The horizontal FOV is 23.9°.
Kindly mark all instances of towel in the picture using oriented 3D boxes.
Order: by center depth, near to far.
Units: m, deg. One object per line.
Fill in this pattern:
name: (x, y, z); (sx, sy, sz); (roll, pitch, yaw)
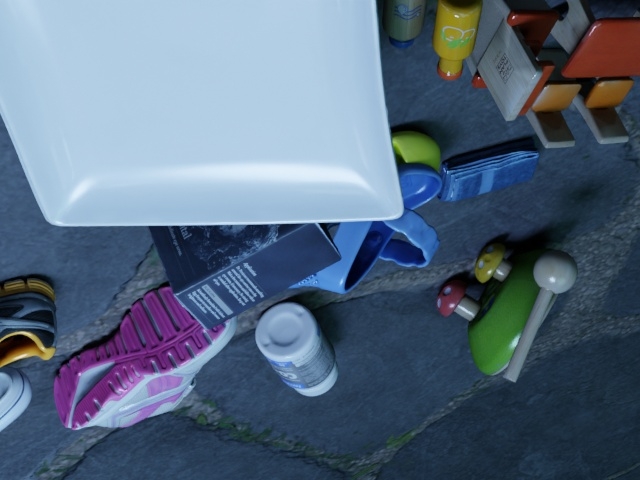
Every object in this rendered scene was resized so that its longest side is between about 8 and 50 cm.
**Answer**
towel: (0.193, -0.078, 1.745); (0.119, 0.029, 0.067); (-16, 148, -15)

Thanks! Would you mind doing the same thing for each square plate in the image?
square plate: (-0.112, -0.134, 1.312); (0.347, 0.049, 0.344); (-1, 142, 8)

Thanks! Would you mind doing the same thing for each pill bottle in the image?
pill bottle: (-0.025, 0.138, 1.866); (0.078, 0.078, 0.137); (-26, 148, 2)

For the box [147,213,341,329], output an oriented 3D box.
box: (-0.086, -0.023, 1.512); (0.158, 0.156, 0.093); (-28, 148, 5)

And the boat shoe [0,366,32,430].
boat shoe: (-0.431, 0.190, 1.658); (0.226, 0.083, 0.076); (-22, 150, -3)

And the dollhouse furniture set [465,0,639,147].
dollhouse furniture set: (0.275, -0.195, 1.524); (0.259, 0.135, 0.262); (-6, 144, -29)

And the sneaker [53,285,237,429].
sneaker: (-0.187, 0.136, 1.746); (0.252, 0.103, 0.111); (-32, 153, 24)

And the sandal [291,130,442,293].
sandal: (0.000, 0.000, 1.627); (0.317, 0.138, 0.126); (-25, 151, 3)

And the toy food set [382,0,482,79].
toy food set: (0.021, -0.194, 1.374); (0.232, 0.111, 0.104); (-11, 148, -9)

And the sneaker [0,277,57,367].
sneaker: (-0.375, 0.106, 1.574); (0.215, 0.083, 0.084); (-18, 149, -9)

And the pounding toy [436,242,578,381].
pounding toy: (0.220, 0.068, 1.893); (0.183, 0.110, 0.237); (-58, -176, -1)
